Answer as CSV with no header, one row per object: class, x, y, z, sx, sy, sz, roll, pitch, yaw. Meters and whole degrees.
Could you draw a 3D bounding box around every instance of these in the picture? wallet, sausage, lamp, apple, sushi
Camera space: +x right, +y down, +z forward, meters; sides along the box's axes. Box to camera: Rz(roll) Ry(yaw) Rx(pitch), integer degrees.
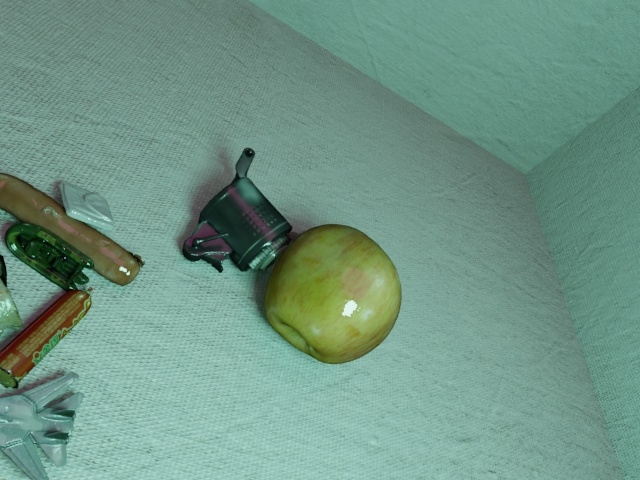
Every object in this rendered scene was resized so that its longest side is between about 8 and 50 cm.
wallet,-0.597,-0.091,1.172,0.124,0.032,0.183,26,14,-43
sausage,-0.632,-0.031,1.123,0.419,0.094,0.094,36,24,-8
lamp,-0.211,-0.047,1.372,0.272,0.205,0.374,32,60,-7
apple,0.032,0.154,1.279,0.346,0.391,0.391,-41,87,-25
sausage,-0.591,0.191,0.994,0.083,0.083,0.264,37,42,-8
sushi,-0.700,0.092,0.926,0.134,0.109,0.273,-10,51,-40

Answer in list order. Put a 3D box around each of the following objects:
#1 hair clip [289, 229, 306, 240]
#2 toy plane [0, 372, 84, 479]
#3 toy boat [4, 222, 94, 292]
hair clip,0.000,0.000,1.530,0.072,0.226,0.034,-12,110,-50
toy plane,-0.609,0.344,0.864,0.267,0.088,0.212,12,50,-20
toy boat,-0.635,0.037,1.071,0.210,0.104,0.052,38,10,-10
